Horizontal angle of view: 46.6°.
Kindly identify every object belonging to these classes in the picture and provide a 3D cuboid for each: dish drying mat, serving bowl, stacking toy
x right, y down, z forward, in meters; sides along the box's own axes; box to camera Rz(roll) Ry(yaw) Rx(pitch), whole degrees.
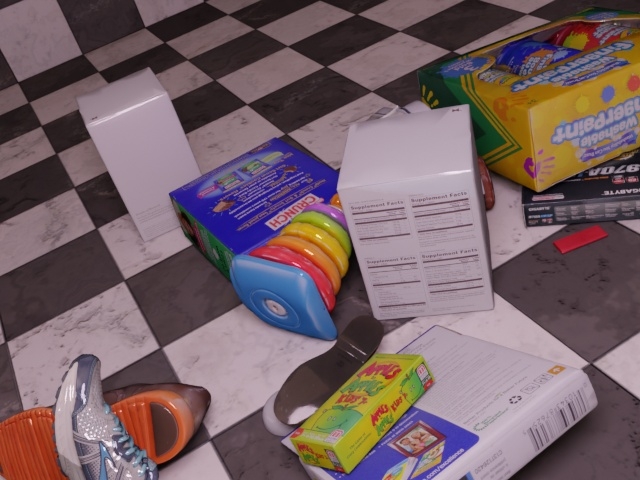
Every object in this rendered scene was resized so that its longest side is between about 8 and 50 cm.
[{"bbox_3d":[0.430,-0.002,1.229,0.083,0.008,0.032,-21,36,-5],"label":"dish drying mat"},{"bbox_3d":[-0.048,0.245,1.092,0.083,0.027,0.083,-12,35,8],"label":"serving bowl"},{"bbox_3d":[0.000,0.000,1.241,0.165,0.175,0.302,12,54,33],"label":"stacking toy"}]

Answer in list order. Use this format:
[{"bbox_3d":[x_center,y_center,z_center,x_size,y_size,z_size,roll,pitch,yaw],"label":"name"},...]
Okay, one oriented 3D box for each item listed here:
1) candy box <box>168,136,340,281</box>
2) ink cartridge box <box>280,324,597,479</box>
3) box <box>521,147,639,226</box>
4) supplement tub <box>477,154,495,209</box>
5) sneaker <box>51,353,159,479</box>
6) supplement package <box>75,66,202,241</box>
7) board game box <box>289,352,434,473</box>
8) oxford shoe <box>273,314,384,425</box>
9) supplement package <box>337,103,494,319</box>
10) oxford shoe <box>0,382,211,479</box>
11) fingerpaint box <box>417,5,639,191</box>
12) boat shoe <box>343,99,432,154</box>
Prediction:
[{"bbox_3d":[-0.105,-0.053,1.437,0.268,0.122,0.317,-31,36,-19],"label":"candy box"},{"bbox_3d":[0.136,0.237,0.959,0.303,0.072,0.307,-33,13,-19],"label":"ink cartridge box"},{"bbox_3d":[0.468,-0.101,1.307,0.220,0.051,0.175,-4,37,19],"label":"box"},{"bbox_3d":[0.208,-0.081,1.350,0.197,0.106,0.106,-17,35,3],"label":"supplement tub"},{"bbox_3d":[-0.274,0.288,0.980,0.122,0.283,0.110,-7,-4,-3],"label":"sneaker"},{"bbox_3d":[-0.368,-0.182,1.577,0.175,0.293,0.177,-26,37,-10],"label":"supplement package"},{"bbox_3d":[0.055,0.216,0.957,0.181,0.043,0.092,-38,17,-34],"label":"board game box"},{"bbox_3d":[0.015,0.202,1.086,0.076,0.076,0.212,40,58,21],"label":"oxford shoe"},{"bbox_3d":[0.159,-0.042,1.182,0.198,0.263,0.199,-7,36,15],"label":"supplement package"},{"bbox_3d":[-0.330,0.288,1.114,0.363,0.130,0.132,-12,4,18],"label":"oxford shoe"},{"bbox_3d":[0.471,-0.293,1.407,0.444,0.163,0.371,-22,29,-14],"label":"fingerpaint box"},{"bbox_3d":[0.125,-0.187,1.460,0.156,0.136,0.367,-32,18,-6],"label":"boat shoe"}]
